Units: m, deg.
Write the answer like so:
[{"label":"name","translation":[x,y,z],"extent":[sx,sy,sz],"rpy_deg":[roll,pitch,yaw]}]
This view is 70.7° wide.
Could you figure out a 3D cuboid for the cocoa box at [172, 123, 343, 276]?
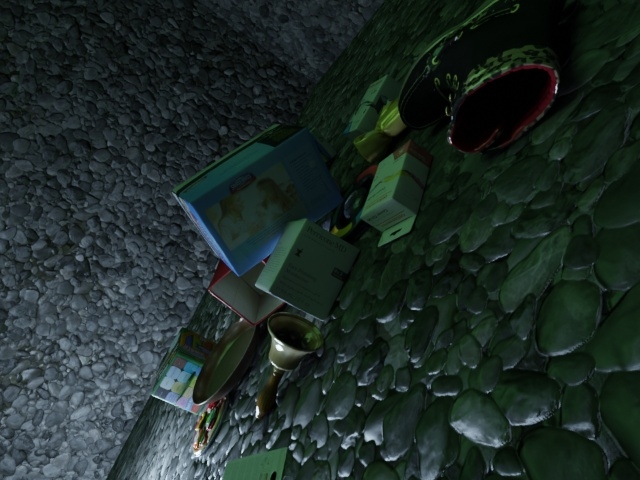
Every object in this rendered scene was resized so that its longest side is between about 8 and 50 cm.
[{"label":"cocoa box","translation":[-0.163,-0.119,1.181],"extent":[0.347,0.232,0.228],"rpy_deg":[-37,28,-15]}]

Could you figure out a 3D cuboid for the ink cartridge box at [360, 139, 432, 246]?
[{"label":"ink cartridge box","translation":[0.152,-0.095,0.929],"extent":[0.115,0.067,0.198],"rpy_deg":[-34,31,55]}]

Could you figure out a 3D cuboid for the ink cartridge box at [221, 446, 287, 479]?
[{"label":"ink cartridge box","translation":[-0.127,0.478,0.845],"extent":[0.179,0.045,0.146],"rpy_deg":[-27,31,30]}]

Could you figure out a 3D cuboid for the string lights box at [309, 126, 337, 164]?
[{"label":"string lights box","translation":[-0.074,-0.287,1.687],"extent":[0.260,0.133,0.076],"rpy_deg":[-47,11,-23]}]

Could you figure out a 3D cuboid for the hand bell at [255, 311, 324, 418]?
[{"label":"hand bell","translation":[-0.095,0.289,0.977],"extent":[0.126,0.126,0.242],"rpy_deg":[-101,32,-66]}]

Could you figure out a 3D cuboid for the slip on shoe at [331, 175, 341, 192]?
[{"label":"slip on shoe","translation":[-0.011,-0.169,1.468],"extent":[0.101,0.123,0.331],"rpy_deg":[-59,11,-13]}]

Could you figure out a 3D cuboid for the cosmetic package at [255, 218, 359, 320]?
[{"label":"cosmetic package","translation":[-0.034,0.065,1.052],"extent":[0.184,0.151,0.151],"rpy_deg":[-63,17,-8]}]

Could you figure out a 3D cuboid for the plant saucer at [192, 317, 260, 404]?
[{"label":"plant saucer","translation":[-0.278,0.366,1.379],"extent":[0.310,0.050,0.311],"rpy_deg":[-44,18,19]}]

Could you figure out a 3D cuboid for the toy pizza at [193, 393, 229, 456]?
[{"label":"toy pizza","translation":[-0.331,0.532,1.335],"extent":[0.201,0.032,0.201],"rpy_deg":[-52,18,24]}]

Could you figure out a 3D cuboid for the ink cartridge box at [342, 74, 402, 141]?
[{"label":"ink cartridge box","translation":[0.164,-0.395,1.391],"extent":[0.191,0.082,0.139],"rpy_deg":[-62,16,-2]}]

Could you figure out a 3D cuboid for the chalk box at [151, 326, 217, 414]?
[{"label":"chalk box","translation":[-0.456,0.463,1.572],"extent":[0.180,0.179,0.289],"rpy_deg":[-58,17,3]}]

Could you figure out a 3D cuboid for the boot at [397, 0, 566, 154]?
[{"label":"boot","translation":[0.261,-0.267,0.803],"extent":[0.377,0.138,0.285],"rpy_deg":[-33,31,47]}]

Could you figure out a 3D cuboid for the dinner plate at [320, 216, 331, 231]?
[{"label":"dinner plate","translation":[0.000,0.000,1.240],"extent":[0.141,0.017,0.141],"rpy_deg":[-165,90,-82]}]

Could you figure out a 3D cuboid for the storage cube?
[{"label":"storage cube","translation":[-0.188,0.094,1.339],"extent":[0.215,0.183,0.193],"rpy_deg":[-38,23,21]}]

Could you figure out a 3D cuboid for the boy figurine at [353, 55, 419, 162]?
[{"label":"boy figurine","translation":[0.195,-0.339,1.190],"extent":[0.285,0.092,0.177],"rpy_deg":[-52,20,14]}]

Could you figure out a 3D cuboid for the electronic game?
[{"label":"electronic game","translation":[0.092,-0.094,1.141],"extent":[0.229,0.048,0.229],"rpy_deg":[-53,17,24]}]
